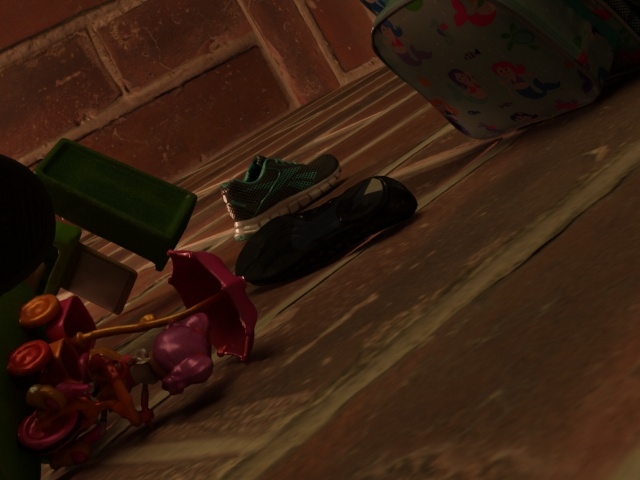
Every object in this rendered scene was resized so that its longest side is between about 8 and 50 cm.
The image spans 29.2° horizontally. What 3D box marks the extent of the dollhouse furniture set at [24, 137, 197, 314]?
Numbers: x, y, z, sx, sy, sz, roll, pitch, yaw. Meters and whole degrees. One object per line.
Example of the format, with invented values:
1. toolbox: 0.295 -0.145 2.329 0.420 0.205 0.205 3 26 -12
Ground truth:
1. dollhouse furniture set: -0.254 0.069 1.159 0.197 0.151 0.301 -62 4 31

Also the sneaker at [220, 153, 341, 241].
1. sneaker: -0.044 -0.067 1.361 0.166 0.076 0.065 -36 11 -39

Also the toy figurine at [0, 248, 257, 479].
1. toy figurine: -0.117 0.068 0.754 0.159 0.130 0.173 -19 32 9

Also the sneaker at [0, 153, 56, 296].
1. sneaker: -0.314 0.011 0.713 0.296 0.123 0.178 -14 12 -22

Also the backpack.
1. backpack: 0.147 -0.220 1.048 0.225 0.253 0.191 -16 36 54

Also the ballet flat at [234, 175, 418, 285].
1. ballet flat: 0.000 0.000 0.970 0.173 0.049 0.057 -25 54 34
